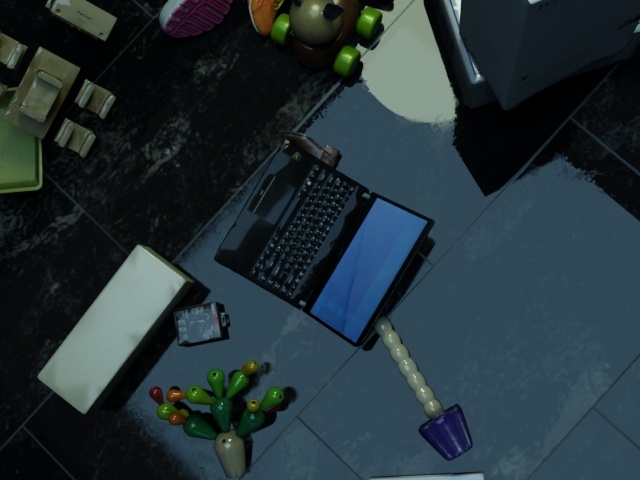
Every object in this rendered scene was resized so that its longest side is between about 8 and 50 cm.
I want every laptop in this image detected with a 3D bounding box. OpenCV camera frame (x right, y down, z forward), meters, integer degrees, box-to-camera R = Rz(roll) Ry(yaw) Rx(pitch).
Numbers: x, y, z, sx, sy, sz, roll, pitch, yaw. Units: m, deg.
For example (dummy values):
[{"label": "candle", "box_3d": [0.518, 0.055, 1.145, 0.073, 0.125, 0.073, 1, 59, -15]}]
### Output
[{"label": "laptop", "box_3d": [0.000, 0.000, 1.463, 0.264, 0.136, 0.234, 31, 88, -6]}]

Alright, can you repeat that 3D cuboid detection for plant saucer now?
[{"label": "plant saucer", "box_3d": [-0.572, -0.169, 1.619, 0.188, 0.045, 0.188, -5, 81, 7]}]

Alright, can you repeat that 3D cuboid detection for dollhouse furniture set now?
[{"label": "dollhouse furniture set", "box_3d": [-0.452, -0.299, 1.563, 0.212, 0.161, 0.242, 27, 96, -23]}]

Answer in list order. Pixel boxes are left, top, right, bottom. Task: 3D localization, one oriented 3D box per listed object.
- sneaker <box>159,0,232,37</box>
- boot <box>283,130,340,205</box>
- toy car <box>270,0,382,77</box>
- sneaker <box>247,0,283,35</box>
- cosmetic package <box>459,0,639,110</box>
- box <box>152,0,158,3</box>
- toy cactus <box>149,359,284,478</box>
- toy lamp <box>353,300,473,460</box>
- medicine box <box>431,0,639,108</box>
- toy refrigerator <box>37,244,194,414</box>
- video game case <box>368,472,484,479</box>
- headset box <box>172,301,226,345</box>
[{"label": "sneaker", "box_3d": [-0.199, -0.466, 1.595, 0.111, 0.103, 0.252, 41, 93, 28]}, {"label": "boot", "box_3d": [-0.034, -0.118, 1.547, 0.106, 0.037, 0.114, 24, 89, 9]}, {"label": "toy car", "box_3d": [0.001, -0.375, 1.502, 0.155, 0.188, 0.149, 28, 86, 10]}, {"label": "sneaker", "box_3d": [-0.081, -0.435, 1.564, 0.067, 0.064, 0.175, 17, 109, 27]}, {"label": "cosmetic package", "box_3d": [0.310, -0.335, 1.205, 0.217, 0.385, 0.156, -28, 79, 3]}, {"label": "box", "box_3d": [-0.296, -0.477, 1.643, 0.067, 0.018, 0.083, 36, 87, 11]}, {"label": "toy cactus", "box_3d": [-0.157, 0.290, 1.481, 0.219, 0.112, 0.180, -11, 99, 3]}, {"label": "toy lamp", "box_3d": [0.147, 0.217, 1.450, 0.080, 0.080, 0.274, -34, 79, 1]}, {"label": "medicine box", "box_3d": [0.338, -0.391, 1.482, 0.289, 0.149, 0.263, -17, 80, 4]}, {"label": "toy refrigerator", "box_3d": [-0.333, 0.145, 1.518, 0.102, 0.094, 0.269, 36, 88, 5]}, {"label": "video game case", "box_3d": [0.172, 0.470, 1.436, 0.183, 0.023, 0.201, -5, 81, 7]}, {"label": "headset box", "box_3d": [-0.198, 0.138, 1.530, 0.083, 0.032, 0.062, -12, 81, 5]}]
